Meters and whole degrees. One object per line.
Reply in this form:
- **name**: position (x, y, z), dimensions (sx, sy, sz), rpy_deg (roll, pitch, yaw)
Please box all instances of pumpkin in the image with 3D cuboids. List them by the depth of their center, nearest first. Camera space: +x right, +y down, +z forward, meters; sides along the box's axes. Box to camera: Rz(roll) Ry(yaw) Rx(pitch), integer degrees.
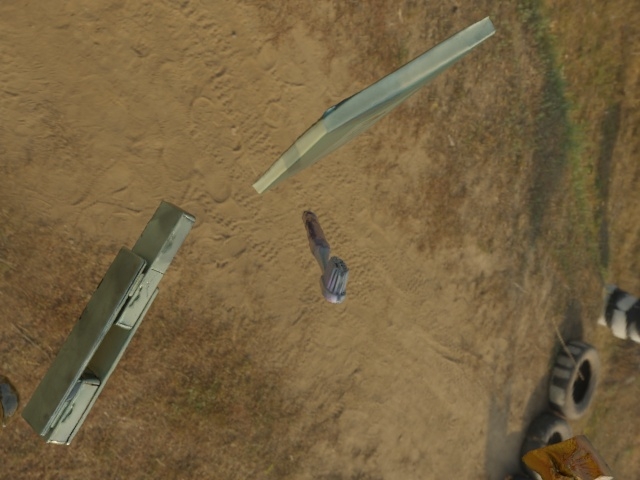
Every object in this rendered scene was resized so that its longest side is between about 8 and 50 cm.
- **pumpkin**: position (0.347, 0.314, 0.742), dimensions (0.101, 0.073, 0.035), rpy_deg (-23, 119, 3)

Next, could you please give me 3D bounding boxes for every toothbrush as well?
- **toothbrush**: position (0.000, 0.000, 0.611), dimensions (0.024, 0.354, 0.029), rpy_deg (16, 101, -9)

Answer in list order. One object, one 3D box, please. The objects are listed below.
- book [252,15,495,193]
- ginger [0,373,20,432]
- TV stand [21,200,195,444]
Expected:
- **book**: position (0.048, -0.171, 0.757), dimensions (0.264, 0.379, 0.031), rpy_deg (-35, 96, -19)
- **ginger**: position (-0.643, 0.332, 0.839), dimensions (0.256, 0.176, 0.375), rpy_deg (58, 22, -12)
- **TV stand**: position (-0.200, 0.075, 0.502), dimensions (0.249, 0.036, 0.042), rpy_deg (-61, 148, -5)
